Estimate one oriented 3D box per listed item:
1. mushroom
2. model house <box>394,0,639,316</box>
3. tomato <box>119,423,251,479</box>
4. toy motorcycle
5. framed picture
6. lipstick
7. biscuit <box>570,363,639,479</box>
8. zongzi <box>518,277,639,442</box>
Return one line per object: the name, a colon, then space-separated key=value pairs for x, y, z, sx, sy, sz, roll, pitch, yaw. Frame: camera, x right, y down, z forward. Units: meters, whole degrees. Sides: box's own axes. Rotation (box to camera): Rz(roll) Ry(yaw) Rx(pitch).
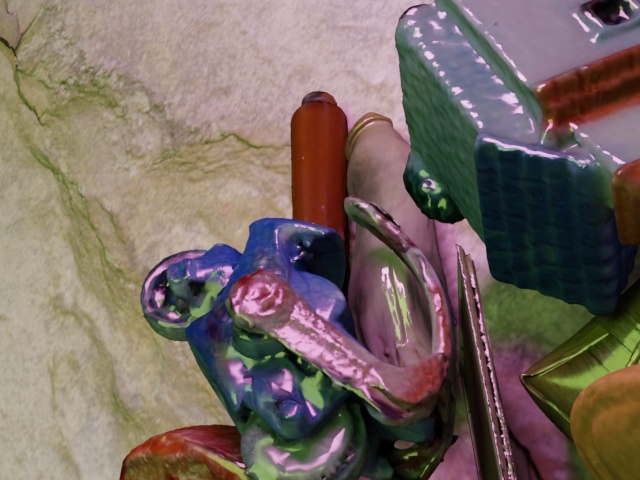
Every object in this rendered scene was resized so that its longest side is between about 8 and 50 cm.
mushroom: x=0.076 y=0.002 z=1.278 sx=0.109 sy=0.097 sz=0.351 roll=116 pitch=157 yaw=-48
model house: x=0.252 y=-0.082 z=1.013 sx=0.295 sy=0.251 sz=0.329 roll=-22 pitch=40 yaw=-10
tomato: x=-0.036 y=0.286 z=1.182 sx=0.309 sy=0.170 sz=0.309 roll=16 pitch=121 yaw=29
toy motorcycle: x=-0.004 y=0.094 z=1.126 sx=0.319 sy=0.241 sz=0.182 roll=51 pitch=139 yaw=37
framed picture: x=0.144 y=0.170 z=1.060 sx=0.017 sy=0.217 sz=0.274 roll=-7 pitch=55 yaw=1
lipstick: x=0.000 y=0.000 z=1.349 sx=0.077 sy=0.077 sz=0.418 roll=-29 pitch=44 yaw=32
biscuit: x=0.295 y=0.245 z=0.811 sx=0.376 sy=0.051 sz=0.269 roll=54 pitch=154 yaw=7
zongzi: x=0.301 y=0.126 z=1.007 sx=0.205 sy=0.094 sz=0.204 roll=-43 pitch=61 yaw=10
